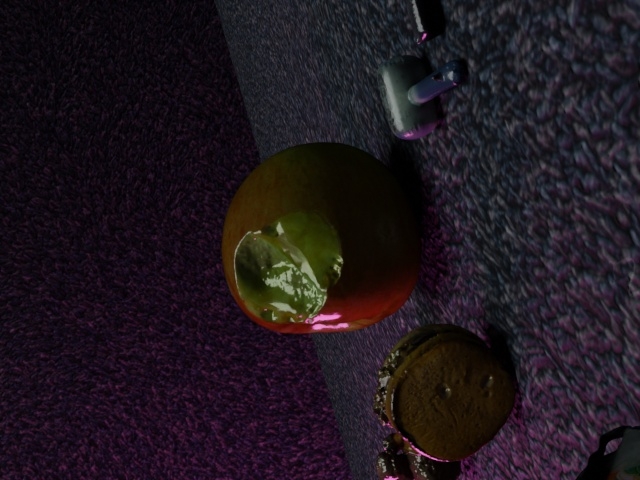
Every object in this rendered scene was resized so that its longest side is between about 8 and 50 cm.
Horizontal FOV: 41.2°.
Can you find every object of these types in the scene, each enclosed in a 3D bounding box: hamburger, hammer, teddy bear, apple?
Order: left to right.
[{"bbox_3d":[0.000,0.000,1.422,0.339,0.339,0.339,165,90,-81],"label":"apple"},{"bbox_3d":[0.105,-0.392,1.063,0.137,0.037,0.290,-175,71,-82],"label":"hammer"},{"bbox_3d":[0.186,0.353,1.555,0.177,0.140,0.190,-18,77,55],"label":"teddy bear"},{"bbox_3d":[0.138,-0.202,1.120,0.194,0.069,0.116,166,89,-73],"label":"hammer"},{"bbox_3d":[0.164,0.210,1.192,0.118,0.191,0.182,-143,32,-79],"label":"hamburger"}]

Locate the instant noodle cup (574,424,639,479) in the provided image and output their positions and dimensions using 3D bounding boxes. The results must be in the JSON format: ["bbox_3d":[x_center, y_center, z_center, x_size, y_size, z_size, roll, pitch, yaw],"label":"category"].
[{"bbox_3d":[0.283,0.253,0.651,0.208,0.177,0.125,-81,-29,-56],"label":"instant noodle cup"}]
